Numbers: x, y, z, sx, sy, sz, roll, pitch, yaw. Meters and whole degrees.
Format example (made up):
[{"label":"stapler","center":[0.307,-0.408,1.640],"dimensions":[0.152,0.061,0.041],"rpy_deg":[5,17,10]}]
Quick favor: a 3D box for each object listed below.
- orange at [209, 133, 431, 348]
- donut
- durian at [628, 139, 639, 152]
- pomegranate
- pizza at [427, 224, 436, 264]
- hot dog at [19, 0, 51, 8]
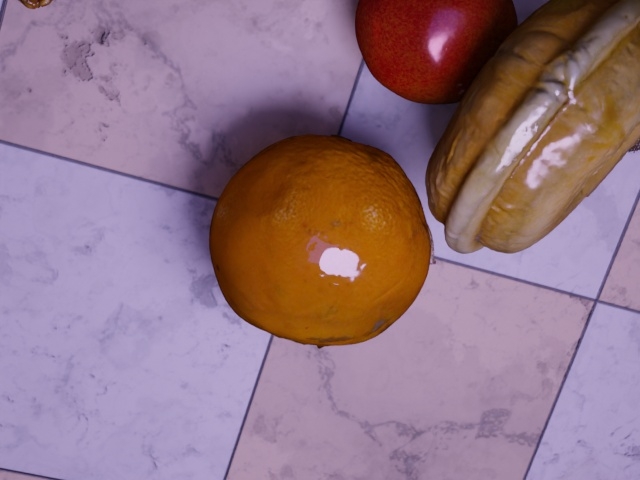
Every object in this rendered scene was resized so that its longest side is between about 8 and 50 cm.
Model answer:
[{"label":"orange","center":[0.000,0.000,1.476],"dimensions":[0.312,0.312,0.312],"rpy_deg":[-3,108,-10]},{"label":"donut","center":[0.311,-0.157,1.439],"dimensions":[0.198,0.449,0.449],"rpy_deg":[40,97,13]},{"label":"durian","center":[0.473,-0.178,1.630],"dimensions":[0.080,0.080,0.091],"rpy_deg":[42,84,-20]},{"label":"pomegranate","center":[0.170,-0.290,1.469],"dimensions":[0.257,0.221,0.221],"rpy_deg":[20,104,-45]},{"label":"pizza","center":[0.131,-0.012,1.643],"dimensions":[0.100,0.029,0.099],"rpy_deg":[2,99,-14]},{"label":"hot dog","center":[-0.394,-0.377,1.418],"dimensions":[0.062,0.038,0.144],"rpy_deg":[-18,108,-2]}]
